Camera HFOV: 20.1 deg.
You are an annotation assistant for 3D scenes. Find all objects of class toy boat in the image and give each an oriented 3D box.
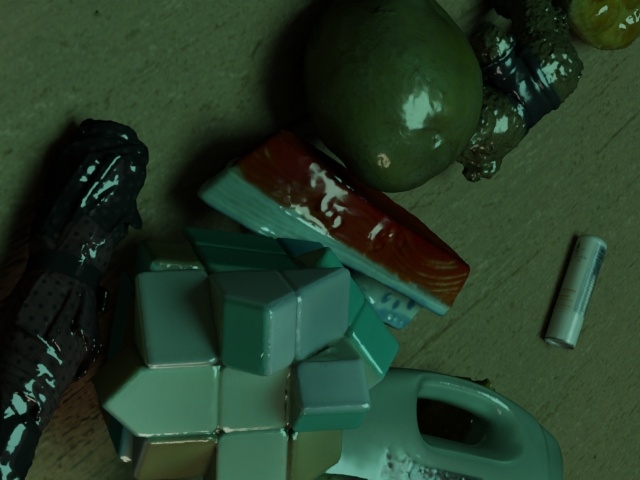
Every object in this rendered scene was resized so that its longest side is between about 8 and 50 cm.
[{"bbox_3d":[0.000,0.000,1.696,0.133,0.145,0.332,-50,142,7],"label":"toy boat"}]

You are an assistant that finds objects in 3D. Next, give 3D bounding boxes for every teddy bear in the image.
[{"bbox_3d":[0.215,-0.181,1.936,0.182,0.129,0.251,51,57,-43],"label":"teddy bear"}]

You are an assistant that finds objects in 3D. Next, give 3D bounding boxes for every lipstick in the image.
[{"bbox_3d":[0.313,0.062,2.200,0.040,0.040,0.141,39,67,-50],"label":"lipstick"}]

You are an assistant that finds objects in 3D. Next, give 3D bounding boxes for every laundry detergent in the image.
[{"bbox_3d":[0.059,0.227,1.771,0.398,0.124,0.264,33,72,-30],"label":"laundry detergent"}]

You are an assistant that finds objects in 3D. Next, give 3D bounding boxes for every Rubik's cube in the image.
[{"bbox_3d":[-0.060,0.112,1.492,0.265,0.213,0.224,5,104,-18],"label":"Rubik's cube"}]

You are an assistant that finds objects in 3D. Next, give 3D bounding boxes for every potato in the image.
[{"bbox_3d":[0.068,-0.154,1.710,0.178,0.160,0.235,52,28,-52],"label":"potato"}]

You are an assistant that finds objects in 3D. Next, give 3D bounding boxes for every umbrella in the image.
[{"bbox_3d":[-0.210,0.051,1.436,0.094,0.090,0.326,26,65,-22],"label":"umbrella"}]

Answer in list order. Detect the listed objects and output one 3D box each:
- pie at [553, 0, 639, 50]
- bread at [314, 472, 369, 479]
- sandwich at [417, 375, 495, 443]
[{"bbox_3d":[0.383,-0.370,2.056,0.339,0.083,0.339,-34,150,-23],"label":"pie"},{"bbox_3d":[0.009,0.369,1.622,0.338,0.155,0.187,83,8,-51],"label":"bread"},{"bbox_3d":[0.162,0.298,2.014,0.251,0.087,0.226,50,60,-44],"label":"sandwich"}]
